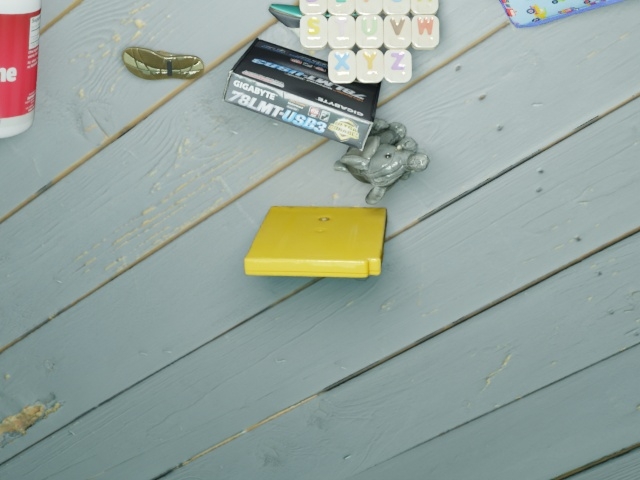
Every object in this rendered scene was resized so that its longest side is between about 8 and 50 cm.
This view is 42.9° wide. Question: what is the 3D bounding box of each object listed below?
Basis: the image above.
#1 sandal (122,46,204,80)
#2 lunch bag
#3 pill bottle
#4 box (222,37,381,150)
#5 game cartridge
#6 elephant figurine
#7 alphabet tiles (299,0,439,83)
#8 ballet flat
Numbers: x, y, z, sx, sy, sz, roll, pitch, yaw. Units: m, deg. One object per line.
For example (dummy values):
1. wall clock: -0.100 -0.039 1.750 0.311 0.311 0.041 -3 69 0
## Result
1. sandal: -0.350 -0.396 1.819 0.180 0.049 0.072 3 123 -10
2. lunch bag: 0.450 -0.530 1.567 0.293 0.138 0.221 -20 144 24
3. pill bottle: -0.720 -0.443 1.739 0.229 0.229 0.408 14 117 1
4. box: -0.028 -0.310 1.677 0.295 0.293 0.073 19 116 -1
5. game cartridge: 0.000 0.000 1.807 0.285 0.324 0.053 1 114 7
6. elephant figurine: 0.126 -0.165 1.756 0.169 0.239 0.186 21 117 -3
7. alphabet tiles: 0.099 -0.456 1.655 0.284 0.021 0.278 0 84 1
8. ballet flat: -0.011 -0.458 1.730 0.203 0.074 0.074 6 116 2
